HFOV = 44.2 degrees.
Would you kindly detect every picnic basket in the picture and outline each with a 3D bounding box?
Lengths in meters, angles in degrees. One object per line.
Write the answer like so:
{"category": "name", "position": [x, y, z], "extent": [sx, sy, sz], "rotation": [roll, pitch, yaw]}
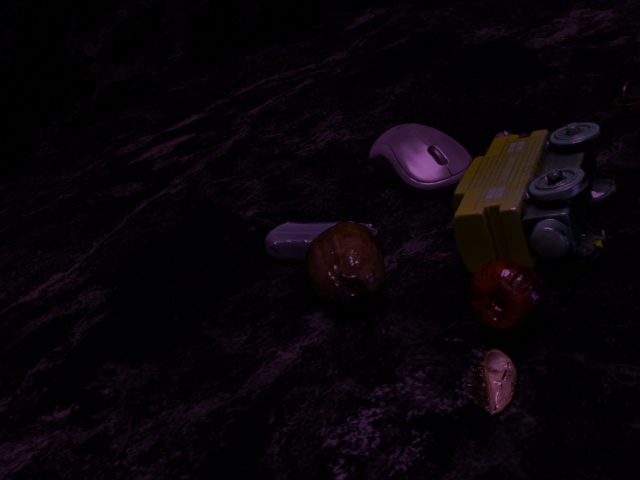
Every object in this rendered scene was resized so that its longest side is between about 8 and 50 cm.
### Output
{"category": "picnic basket", "position": [0.769, -0.355, 1.968], "extent": [0.072, 0.083, 0.072], "rotation": [-11, 25, 5]}

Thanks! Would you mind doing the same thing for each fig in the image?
{"category": "fig", "position": [0.311, 0.096, 1.261], "extent": [0.150, 0.128, 0.128], "rotation": [20, 11, -30]}

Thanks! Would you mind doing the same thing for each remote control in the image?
{"category": "remote control", "position": [0.000, 0.000, 1.656], "extent": [0.247, 0.052, 0.104], "rotation": [0, 30, 18]}

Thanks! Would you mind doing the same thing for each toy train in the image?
{"category": "toy train", "position": [0.407, -0.088, 1.521], "extent": [0.272, 0.179, 0.442], "rotation": [-7, 26, 29]}

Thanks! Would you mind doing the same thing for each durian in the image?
{"category": "durian", "position": [0.248, 0.209, 1.159], "extent": [0.066, 0.052, 0.130], "rotation": [32, 39, 1]}

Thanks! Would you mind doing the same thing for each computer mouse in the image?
{"category": "computer mouse", "position": [0.235, -0.209, 1.886], "extent": [0.184, 0.121, 0.297], "rotation": [-19, 26, -15]}

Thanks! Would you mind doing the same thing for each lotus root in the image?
{"category": "lotus root", "position": [0.044, 0.039, 1.471], "extent": [0.145, 0.128, 0.260], "rotation": [-22, 25, 4]}

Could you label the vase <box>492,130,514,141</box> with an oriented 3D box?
{"category": "vase", "position": [0.462, -0.215, 1.845], "extent": [0.081, 0.081, 0.149], "rotation": [-18, 23, -11]}
